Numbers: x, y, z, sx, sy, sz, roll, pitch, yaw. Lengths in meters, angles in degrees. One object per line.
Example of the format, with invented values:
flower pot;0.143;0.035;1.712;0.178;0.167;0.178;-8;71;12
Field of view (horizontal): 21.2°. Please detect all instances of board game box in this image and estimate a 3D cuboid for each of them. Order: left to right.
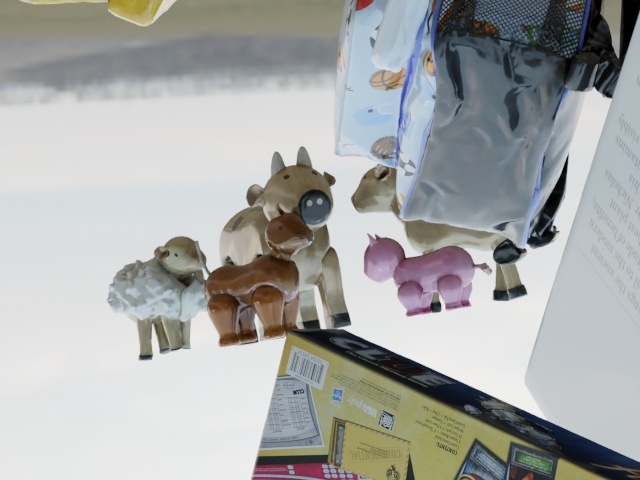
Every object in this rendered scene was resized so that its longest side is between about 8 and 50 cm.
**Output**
board game box;0.065;0.153;0.726;0.243;0.165;0.042;23;-167;39

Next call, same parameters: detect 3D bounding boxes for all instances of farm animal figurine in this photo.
farm animal figurine;0.000;0.000;1.619;0.330;0.172;0.327;-7;176;-35

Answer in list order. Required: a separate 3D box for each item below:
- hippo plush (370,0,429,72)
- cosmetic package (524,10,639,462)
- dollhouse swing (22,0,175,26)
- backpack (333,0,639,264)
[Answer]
hippo plush;0.057;-0.280;0.691;0.234;0.294;0.236;-23;-144;1
cosmetic package;0.277;-0.034;0.941;0.161;0.453;0.230;1;-147;-20
dollhouse swing;-0.181;-0.366;1.042;0.347;0.305;0.315;23;-148;4
backpack;0.121;-0.161;1.215;0.213;0.263;0.276;20;151;2
